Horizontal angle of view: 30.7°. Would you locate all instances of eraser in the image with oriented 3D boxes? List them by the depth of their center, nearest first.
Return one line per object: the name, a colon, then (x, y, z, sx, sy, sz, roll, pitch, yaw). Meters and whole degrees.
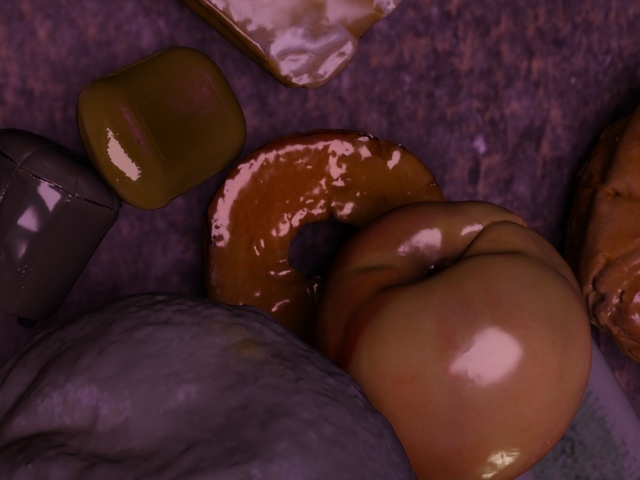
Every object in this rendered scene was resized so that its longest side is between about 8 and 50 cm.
eraser: (0.170, 0.173, 0.877, 0.174, 0.081, 0.227, -36, 106, -12)

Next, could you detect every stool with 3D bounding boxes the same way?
stool: (-0.185, -0.008, 0.729, 0.096, 0.096, 0.110, 27, 93, -20)

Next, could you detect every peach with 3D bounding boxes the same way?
peach: (0.080, 0.069, 0.723, 0.184, 0.184, 0.184, -3, 98, -18)

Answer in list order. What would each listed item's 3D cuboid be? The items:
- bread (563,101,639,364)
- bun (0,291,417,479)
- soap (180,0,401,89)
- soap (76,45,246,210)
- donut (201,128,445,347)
bread: (0.288, -0.013, 0.865, 0.198, 0.120, 0.236, 22, 88, -22)
bun: (-0.108, 0.203, 0.648, 0.211, 0.362, 0.362, 4, 97, -46)
soap: (-0.066, -0.261, 0.735, 0.315, 0.091, 0.199, 40, 85, -20)
soap: (-0.101, -0.073, 0.744, 0.089, 0.045, 0.140, 59, 38, -6)
donut: (0.000, 0.000, 0.807, 0.178, 0.065, 0.162, 4, 102, -20)
